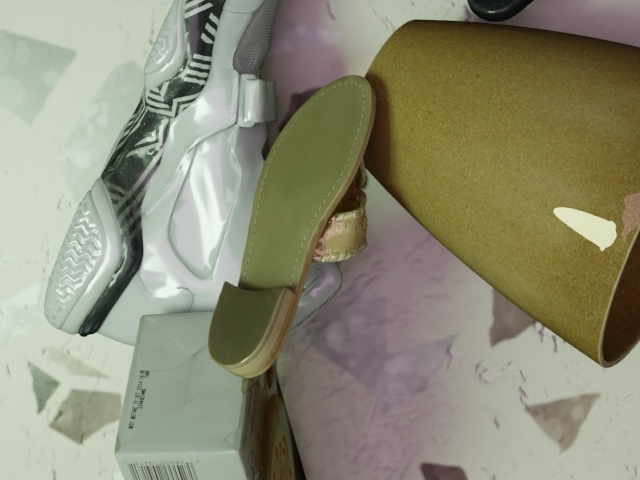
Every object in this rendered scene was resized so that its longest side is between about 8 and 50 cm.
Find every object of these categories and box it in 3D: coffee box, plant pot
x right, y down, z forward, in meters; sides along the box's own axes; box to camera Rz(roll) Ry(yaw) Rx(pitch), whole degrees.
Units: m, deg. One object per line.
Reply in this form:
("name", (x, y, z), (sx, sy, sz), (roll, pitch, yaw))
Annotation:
("coffee box", (-0.077, 0.188, 1.457), (0.098, 0.141, 0.246), (-3, 135, 11))
("plant pot", (0.157, -0.066, 1.415), (0.254, 0.237, 0.237), (27, 101, 19))

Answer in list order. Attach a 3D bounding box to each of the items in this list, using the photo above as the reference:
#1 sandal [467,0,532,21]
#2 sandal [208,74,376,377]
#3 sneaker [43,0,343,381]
("sandal", (0.189, -0.229, 1.457), (0.179, 0.040, 0.067), (-41, 49, -4))
("sandal", (-0.005, -0.001, 1.400), (0.088, 0.079, 0.240), (10, 71, 43))
("sneaker", (-0.058, -0.060, 1.491), (0.210, 0.137, 0.366), (25, 95, -4))
